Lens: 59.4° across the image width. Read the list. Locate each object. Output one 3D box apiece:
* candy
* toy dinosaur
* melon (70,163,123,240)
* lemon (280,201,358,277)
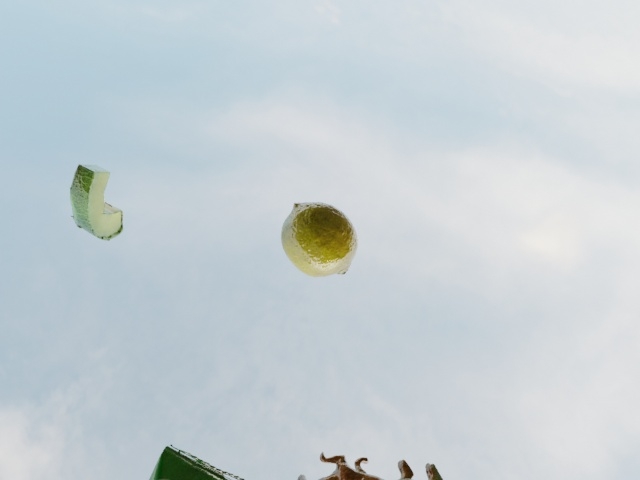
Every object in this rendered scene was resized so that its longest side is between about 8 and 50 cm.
[{"bbox_3d":[-0.193,0.359,0.719,0.141,0.203,0.078,38,-171,-37],"label":"candy"},{"bbox_3d":[0.072,0.307,0.651,0.142,0.057,0.212,-22,-151,-30],"label":"toy dinosaur"},{"bbox_3d":[-0.483,-0.080,1.205,0.064,0.209,0.118,20,-139,9],"label":"melon"},{"bbox_3d":[0.000,0.000,0.825,0.133,0.109,0.109,51,-130,-18],"label":"lemon"}]
